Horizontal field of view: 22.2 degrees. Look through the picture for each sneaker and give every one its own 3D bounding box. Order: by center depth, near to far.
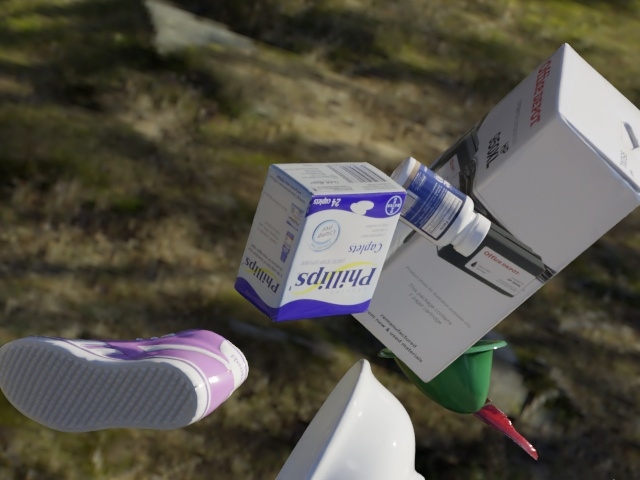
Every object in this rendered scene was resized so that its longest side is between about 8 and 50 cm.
[{"bbox_3d":[-0.215,0.148,1.819,0.282,0.102,0.161,7,18,26],"label":"sneaker"}]

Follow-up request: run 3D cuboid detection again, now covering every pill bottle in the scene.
[{"bbox_3d":[0.129,-0.035,1.836,0.120,0.067,0.067,35,18,-7],"label":"pill bottle"}]

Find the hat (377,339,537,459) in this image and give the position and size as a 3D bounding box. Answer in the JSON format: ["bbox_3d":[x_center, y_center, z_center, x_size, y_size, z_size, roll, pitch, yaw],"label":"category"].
[{"bbox_3d":[0.191,0.238,2.295,0.208,0.183,0.173,-5,1,9],"label":"hat"}]

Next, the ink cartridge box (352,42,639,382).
[{"bbox_3d":[0.236,-0.042,2.160,0.166,0.395,0.285,43,25,-11],"label":"ink cartridge box"}]

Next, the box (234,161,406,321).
[{"bbox_3d":[0.000,0.000,1.564,0.126,0.137,0.072,-4,31,-41],"label":"box"}]

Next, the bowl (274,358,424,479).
[{"bbox_3d":[0.024,0.289,1.819,0.134,0.298,0.298,32,19,-2],"label":"bowl"}]
